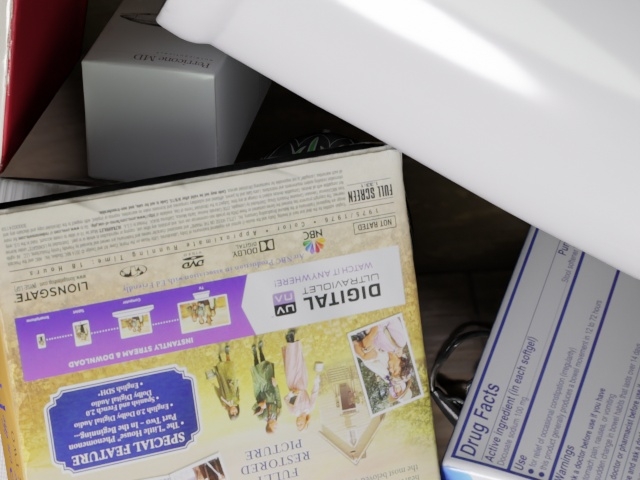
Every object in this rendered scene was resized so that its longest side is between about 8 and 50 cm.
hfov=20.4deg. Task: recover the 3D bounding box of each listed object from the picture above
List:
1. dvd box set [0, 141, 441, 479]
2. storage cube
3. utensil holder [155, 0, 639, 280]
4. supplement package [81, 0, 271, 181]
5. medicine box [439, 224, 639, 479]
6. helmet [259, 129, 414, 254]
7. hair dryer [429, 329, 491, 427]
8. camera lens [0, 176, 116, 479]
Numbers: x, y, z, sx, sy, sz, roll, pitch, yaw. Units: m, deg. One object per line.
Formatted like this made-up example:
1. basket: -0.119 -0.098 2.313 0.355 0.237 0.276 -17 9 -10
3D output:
1. dvd box set: -0.063 0.159 1.241 0.308 0.062 0.420 -11 98 -22
2. storage cube: -0.291 -0.196 1.368 0.184 0.193 0.215 15 126 4
3. utensil holder: 0.136 -0.194 1.188 0.385 0.327 0.327 29 125 -8
4. supplement package: -0.107 -0.130 1.373 0.105 0.179 0.105 7 124 9
5. medicine box: 0.262 0.147 1.381 0.289 0.263 0.149 15 142 13
6. helmet: 0.000 0.000 1.455 0.169 0.169 0.161 3 140 12
7. hair dryer: 0.207 0.218 1.610 0.223 0.080 0.293 17 121 22
8. camera lens: -0.159 0.096 1.348 0.219 0.219 0.274 6 93 10
